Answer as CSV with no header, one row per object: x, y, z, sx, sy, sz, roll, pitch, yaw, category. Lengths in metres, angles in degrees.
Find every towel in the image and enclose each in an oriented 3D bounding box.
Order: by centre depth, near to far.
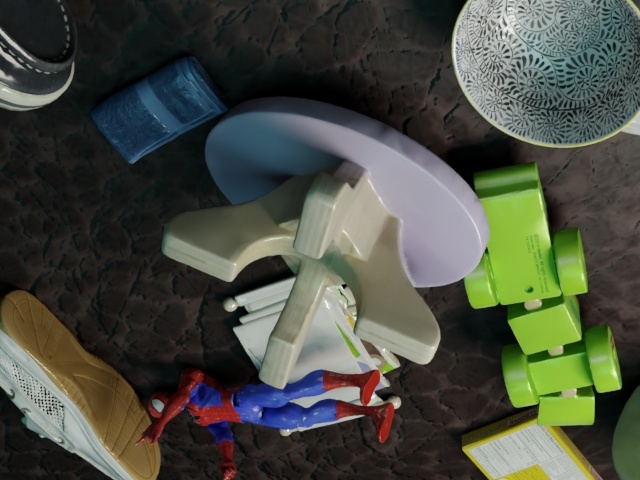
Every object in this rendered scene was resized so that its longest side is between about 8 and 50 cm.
-0.151,-0.121,1.208,0.119,0.029,0.067,-25,123,23,towel

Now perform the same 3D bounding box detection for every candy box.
0.260,0.274,1.512,0.105,0.027,0.206,-27,124,22,candy box

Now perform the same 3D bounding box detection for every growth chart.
0.000,0.121,1.407,0.172,0.021,0.237,-12,128,14,growth chart

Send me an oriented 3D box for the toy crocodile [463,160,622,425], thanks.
0.220,0.063,1.299,0.115,0.105,0.340,-14,123,16,toy crocodile

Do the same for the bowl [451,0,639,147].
0.201,-0.170,1.095,0.170,0.080,0.170,12,130,14,bowl

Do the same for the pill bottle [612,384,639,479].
0.469,0.263,1.394,0.301,0.169,0.169,36,124,-23,pill bottle

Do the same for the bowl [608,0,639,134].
0.313,-0.144,1.138,0.142,0.053,0.142,9,130,-2,bowl

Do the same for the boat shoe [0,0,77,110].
-0.290,-0.314,0.959,0.156,0.187,0.500,-9,124,20,boat shoe

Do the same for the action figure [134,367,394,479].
-0.078,0.200,1.385,0.280,0.139,0.091,-1,130,28,action figure

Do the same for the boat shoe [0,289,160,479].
-0.284,0.173,1.429,0.096,0.098,0.277,-26,114,24,boat shoe

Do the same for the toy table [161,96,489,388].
0.000,0.000,1.165,0.274,0.161,0.252,15,135,15,toy table
